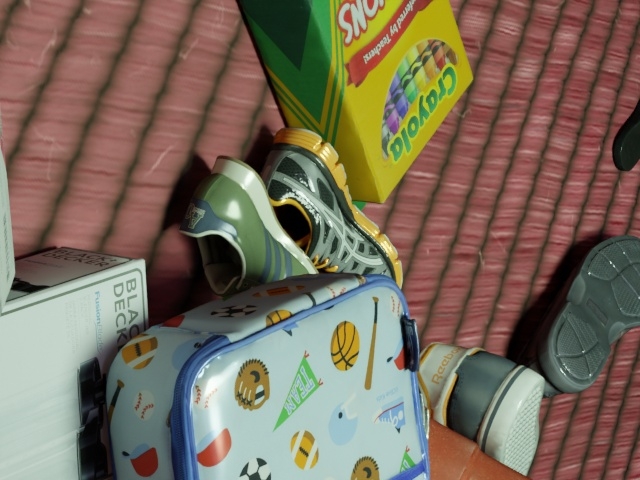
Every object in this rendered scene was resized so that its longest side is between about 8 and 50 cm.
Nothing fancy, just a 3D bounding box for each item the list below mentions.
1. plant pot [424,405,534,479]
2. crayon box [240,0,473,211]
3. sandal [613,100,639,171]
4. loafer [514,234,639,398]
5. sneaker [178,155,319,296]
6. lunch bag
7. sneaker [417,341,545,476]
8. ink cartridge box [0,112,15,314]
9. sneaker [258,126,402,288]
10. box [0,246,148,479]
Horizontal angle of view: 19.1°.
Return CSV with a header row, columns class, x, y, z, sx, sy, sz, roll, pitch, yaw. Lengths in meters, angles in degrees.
class,x,y,z,sx,sy,sz,roll,pitch,yaw
plant pot,0.160,0.325,1.747,0.272,0.265,0.272,22,90,-81
crayon box,0.041,-0.180,1.753,0.202,0.081,0.319,-55,137,-37
sandal,0.414,-0.147,2.347,0.179,0.040,0.067,-54,135,-37
loafer,0.298,0.088,2.190,0.109,0.095,0.302,53,39,-5
sneaker,-0.065,0.020,1.646,0.086,0.064,0.192,-54,136,-26
lunch bag,-0.028,0.160,1.496,0.303,0.115,0.243,-18,105,-48
sneaker,0.149,0.201,1.946,0.126,0.127,0.321,-54,160,-29
ink cartridge box,-0.254,-0.021,1.229,0.218,0.092,0.159,-117,-157,-76
sneaker,0.000,0.000,1.724,0.215,0.084,0.083,57,50,-30
box,-0.243,0.115,1.365,0.290,0.087,0.169,-18,110,-54
